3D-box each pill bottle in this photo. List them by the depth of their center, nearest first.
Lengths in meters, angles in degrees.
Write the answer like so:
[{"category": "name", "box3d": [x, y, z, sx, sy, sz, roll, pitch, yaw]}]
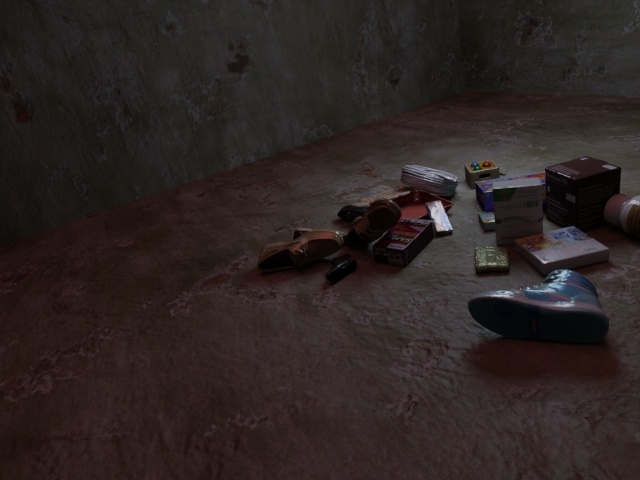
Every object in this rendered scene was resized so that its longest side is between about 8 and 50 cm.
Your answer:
[{"category": "pill bottle", "box3d": [1.016, -0.070, 1.480, 0.131, 0.131, 0.229, -21, 25, -16]}]

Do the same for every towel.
[{"category": "towel", "box3d": [0.559, 0.060, 1.556, 0.110, 0.027, 0.148, -4, 25, 18]}]

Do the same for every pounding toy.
[{"category": "pounding toy", "box3d": [0.763, -0.330, 2.206, 0.181, 0.094, 0.206, -9, 25, 9]}]

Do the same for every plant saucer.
[{"category": "plant saucer", "box3d": [0.385, -0.128, 2.021, 0.259, 0.047, 0.259, -21, 25, -16]}]

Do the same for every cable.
[{"category": "cable", "box3d": [0.489, -0.274, 2.148, 0.257, 0.089, 0.257, 15, 17, 9]}]

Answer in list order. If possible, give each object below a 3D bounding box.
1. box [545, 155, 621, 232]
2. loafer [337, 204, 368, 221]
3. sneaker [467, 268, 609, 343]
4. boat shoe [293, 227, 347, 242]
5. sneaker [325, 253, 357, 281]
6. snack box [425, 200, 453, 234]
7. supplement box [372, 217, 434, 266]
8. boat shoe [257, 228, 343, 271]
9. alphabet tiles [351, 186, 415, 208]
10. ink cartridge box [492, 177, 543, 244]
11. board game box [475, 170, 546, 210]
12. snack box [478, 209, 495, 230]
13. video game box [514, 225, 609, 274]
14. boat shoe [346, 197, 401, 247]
[{"category": "box", "box3d": [0.897, -0.158, 1.643, 0.167, 0.203, 0.168, -16, 24, -4]}, {"category": "loafer", "box3d": [0.153, -0.104, 2.061, 0.078, 0.076, 0.223, -30, 24, -22]}, {"category": "sneaker", "box3d": [0.558, 0.154, 1.245, 0.319, 0.127, 0.208, 8, 33, 21]}, {"category": "boat shoe", "box3d": [0.000, 0.000, 1.933, 0.233, 0.084, 0.079, 2, 64, 16]}, {"category": "sneaker", "box3d": [0.063, 0.095, 1.707, 0.170, 0.051, 0.089, -25, 27, -35]}, {"category": "snack box", "box3d": [0.461, -0.090, 1.862, 0.064, 0.022, 0.178, -7, 44, 0]}, {"category": "supplement box", "box3d": [0.308, 0.001, 1.753, 0.130, 0.073, 0.239, 8, 33, 37]}, {"category": "boat shoe", "box3d": [-0.076, 0.052, 1.798, 0.341, 0.121, 0.110, -16, 27, 19]}, {"category": "alphabet tiles", "box3d": [0.286, -0.195, 2.182, 0.284, 0.021, 0.278, -20, 11, -10]}, {"category": "ink cartridge box", "box3d": [0.670, -0.097, 1.622, 0.153, 0.208, 0.087, -3, 23, 20]}, {"category": "board game box", "box3d": [0.809, -0.202, 1.885, 0.347, 0.078, 0.233, -8, 15, 11]}, {"category": "snack box", "box3d": [0.674, -0.082, 1.788, 0.141, 0.037, 0.100, -8, 24, 9]}, {"category": "video game box", "box3d": [0.753, 0.028, 1.503, 0.205, 0.048, 0.187, -13, 26, 0]}, {"category": "boat shoe", "box3d": [0.190, -0.048, 1.765, 0.116, 0.123, 0.324, -57, 4, -28]}]
